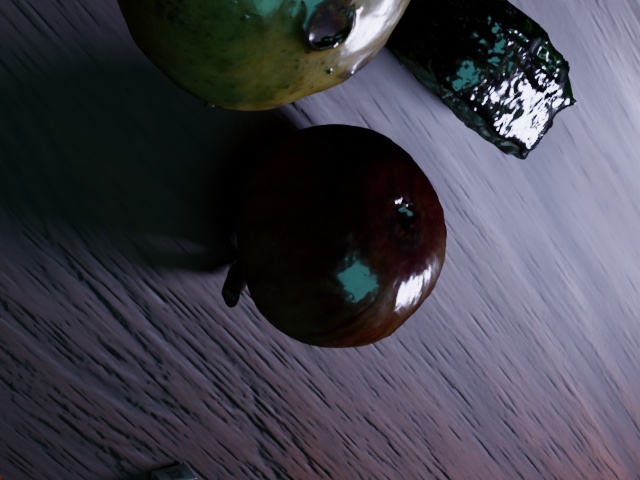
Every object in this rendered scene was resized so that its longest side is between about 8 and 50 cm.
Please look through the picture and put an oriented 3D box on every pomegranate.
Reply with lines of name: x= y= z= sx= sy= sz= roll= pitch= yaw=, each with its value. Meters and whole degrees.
pomegranate: x=-0.047 y=-0.252 z=1.605 sx=0.281 sy=0.281 sz=0.281 roll=-22 pitch=131 yaw=-28

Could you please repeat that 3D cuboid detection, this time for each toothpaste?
toothpaste: x=-0.171 y=0.323 z=2.064 sx=0.046 sy=0.034 sz=0.164 roll=-10 pitch=124 yaw=-32

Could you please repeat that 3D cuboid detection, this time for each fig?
fig: x=0.014 y=-0.006 z=1.881 sx=0.235 sy=0.214 sz=0.235 roll=-2 pitch=95 yaw=-29

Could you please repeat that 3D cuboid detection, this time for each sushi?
sushi: x=0.178 y=-0.184 z=1.942 sx=0.127 sy=0.124 sz=0.225 roll=-51 pitch=138 yaw=1

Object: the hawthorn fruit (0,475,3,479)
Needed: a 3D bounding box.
hawthorn fruit: x=-0.382 y=0.324 z=1.776 sx=0.243 sy=0.207 sz=0.207 roll=-40 pitch=137 yaw=-5
